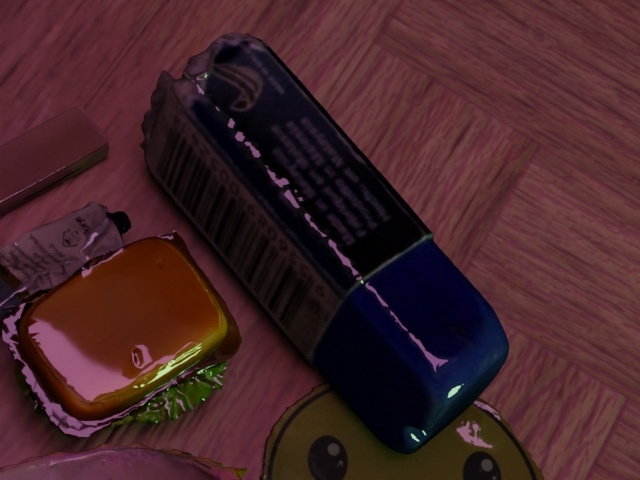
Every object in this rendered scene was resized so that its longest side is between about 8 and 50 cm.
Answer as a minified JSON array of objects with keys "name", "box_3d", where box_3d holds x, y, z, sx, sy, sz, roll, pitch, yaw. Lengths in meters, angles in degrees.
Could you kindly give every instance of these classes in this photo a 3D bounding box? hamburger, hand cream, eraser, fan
[{"name":"hamburger","box_3d":[-0.148,0.080,1.378,0.166,0.087,0.137,-27,75,-22]},{"name":"hand cream","box_3d":[-0.249,0.045,1.400,0.248,0.052,0.075,-34,54,-19]},{"name":"eraser","box_3d":[0.000,0.000,1.410,0.101,0.155,0.332,-35,76,-27]},{"name":"fan","box_3d":[0.066,0.237,1.401,0.229,0.011,0.335,6,64,-10]}]

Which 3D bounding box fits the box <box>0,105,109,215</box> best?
[{"name":"box","box_3d":[-0.224,-0.062,1.461,0.115,0.025,0.048,-32,72,-25]}]

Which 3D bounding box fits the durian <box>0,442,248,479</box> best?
[{"name":"durian","box_3d":[-0.171,0.215,1.292,0.260,0.154,0.186,6,42,-5]}]
